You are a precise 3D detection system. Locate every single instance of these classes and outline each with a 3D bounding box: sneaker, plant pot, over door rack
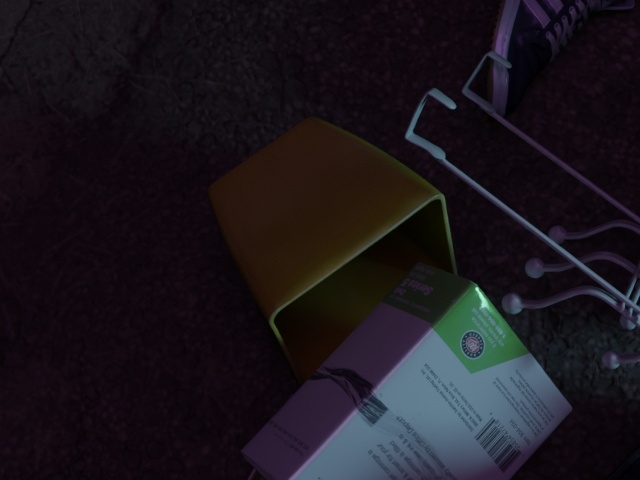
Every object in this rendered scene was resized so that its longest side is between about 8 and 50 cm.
[{"bbox_3d":[0.283,-0.260,1.485,0.153,0.099,0.282,13,70,9],"label":"sneaker"},{"bbox_3d":[0.000,0.000,1.369,0.212,0.212,0.187,-35,61,-9],"label":"plant pot"},{"bbox_3d":[0.223,-0.030,1.328,0.324,0.239,0.108,48,118,1],"label":"over door rack"}]

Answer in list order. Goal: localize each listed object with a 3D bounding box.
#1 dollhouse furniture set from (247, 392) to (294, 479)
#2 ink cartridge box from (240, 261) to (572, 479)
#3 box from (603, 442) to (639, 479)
[{"bbox_3d":[-0.022,0.221,1.350,0.091,0.081,0.114,28,75,11],"label":"dollhouse furniture set"},{"bbox_3d":[0.087,0.190,1.290,0.273,0.114,0.198,-45,116,-11],"label":"ink cartridge box"},{"bbox_3d":[0.393,0.314,1.218,0.295,0.073,0.293,47,36,15],"label":"box"}]
